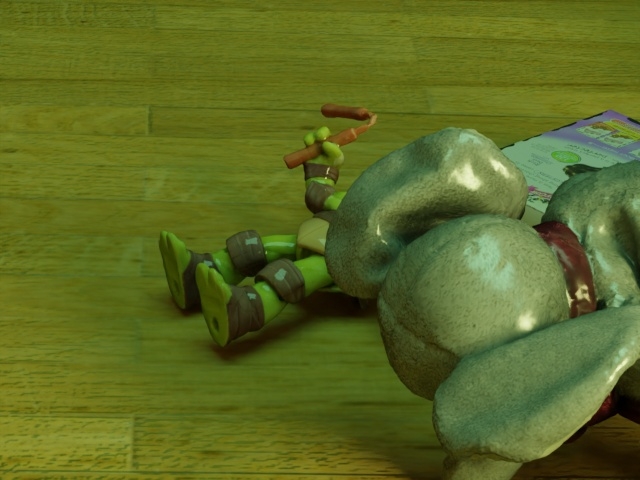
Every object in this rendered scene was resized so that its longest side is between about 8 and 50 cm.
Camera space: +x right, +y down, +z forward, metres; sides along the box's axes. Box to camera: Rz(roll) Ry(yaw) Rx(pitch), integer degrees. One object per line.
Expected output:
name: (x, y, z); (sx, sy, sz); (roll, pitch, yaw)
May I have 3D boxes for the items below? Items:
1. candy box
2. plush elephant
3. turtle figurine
candy box: (0.217, -0.022, 1.429); (0.196, 0.070, 0.165); (-19, 35, -38)
plush elephant: (0.150, 0.056, 1.091); (0.255, 0.330, 0.272); (-18, 37, -1)
turtle figurine: (0.000, 0.000, 1.344); (0.217, 0.087, 0.269); (-17, 42, -21)
